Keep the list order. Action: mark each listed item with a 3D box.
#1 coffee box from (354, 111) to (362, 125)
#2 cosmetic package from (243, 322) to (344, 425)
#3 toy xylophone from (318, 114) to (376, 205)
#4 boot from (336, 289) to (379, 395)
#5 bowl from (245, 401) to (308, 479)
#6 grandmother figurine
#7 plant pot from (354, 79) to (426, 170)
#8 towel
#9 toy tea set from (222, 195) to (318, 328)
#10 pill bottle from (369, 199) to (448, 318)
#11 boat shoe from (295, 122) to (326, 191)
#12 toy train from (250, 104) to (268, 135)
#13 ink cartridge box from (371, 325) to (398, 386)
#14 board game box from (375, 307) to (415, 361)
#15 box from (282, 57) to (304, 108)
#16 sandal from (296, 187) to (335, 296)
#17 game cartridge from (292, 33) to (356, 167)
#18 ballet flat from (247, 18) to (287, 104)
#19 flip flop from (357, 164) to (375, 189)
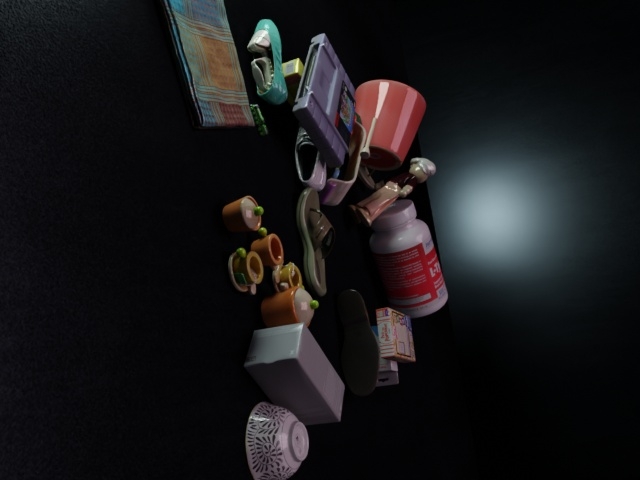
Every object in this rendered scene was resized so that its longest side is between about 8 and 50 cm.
[{"bbox_3d":[0.058,-0.410,1.958,0.184,0.113,0.040,14,62,-66],"label":"coffee box"},{"bbox_3d":[-0.049,0.290,1.245,0.107,0.127,0.237,-76,149,-49],"label":"cosmetic package"},{"bbox_3d":[0.079,-0.259,1.783,0.081,0.236,0.322,23,42,-10],"label":"toy xylophone"},{"bbox_3d":[0.118,0.303,1.714,0.115,0.113,0.305,57,25,-66],"label":"boot"},{"bbox_3d":[-0.075,0.406,1.174,0.170,0.080,0.170,-13,90,-69],"label":"bowl"},{"bbox_3d":[0.258,-0.179,2.045,0.208,0.342,0.104,36,-23,54],"label":"grandmother figurine"},{"bbox_3d":[0.224,-0.402,2.108,0.275,0.275,0.243,43,59,-57],"label":"plant pot"},{"bbox_3d":[-0.248,-0.427,1.275,0.271,0.040,0.369,-30,106,-68],"label":"towel"},{"bbox_3d":[-0.094,0.053,1.266,0.200,0.124,0.336,-83,152,-42],"label":"toy tea set"},{"bbox_3d":[0.316,0.065,2.178,0.229,0.229,0.407,-58,132,-62],"label":"pill bottle"},{"bbox_3d":[-0.027,-0.269,1.674,0.084,0.095,0.258,40,41,-65],"label":"boat shoe"},{"bbox_3d":[-0.153,-0.302,1.465,0.017,0.024,0.083,-64,137,-59],"label":"toy train"},{"bbox_3d":[0.178,0.359,1.822,0.060,0.104,0.180,35,46,-60],"label":"ink cartridge box"},{"bbox_3d":[0.233,0.293,1.791,0.193,0.045,0.146,30,51,-58],"label":"board game box"},{"bbox_3d":[-0.050,-0.428,1.721,0.232,0.087,0.058,48,36,-54],"label":"box"},{"bbox_3d":[0.001,0.001,1.597,0.120,0.086,0.302,22,58,-66],"label":"sandal"},{"bbox_3d":[0.024,-0.404,1.685,0.230,0.068,0.354,48,37,-38],"label":"game cartridge"},{"bbox_3d":[-0.144,-0.475,1.520,0.087,0.083,0.247,3,73,-54],"label":"ballet flat"},{"bbox_3d":[0.170,-0.330,2.241,0.112,0.080,0.276,-12,89,-69],"label":"flip flop"}]
